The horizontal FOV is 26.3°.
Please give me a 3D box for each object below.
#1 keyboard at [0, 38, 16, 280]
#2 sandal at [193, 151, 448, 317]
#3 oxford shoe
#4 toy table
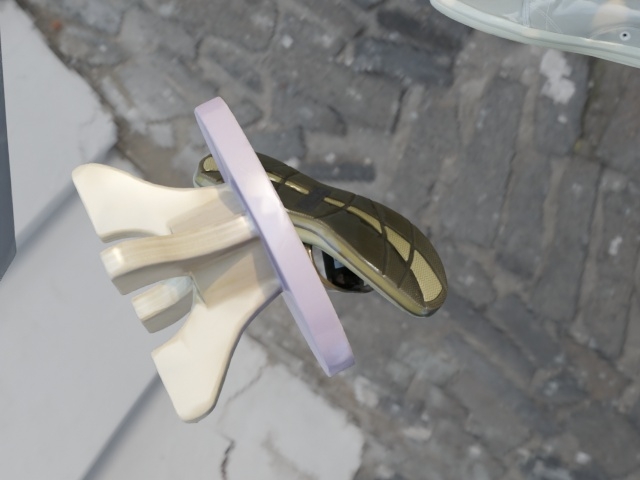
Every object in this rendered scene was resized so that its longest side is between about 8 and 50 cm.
[{"bbox_3d":[-0.181,-0.031,0.718,0.014,0.072,0.256,17,148,0],"label":"keyboard"},{"bbox_3d":[0.000,-0.001,1.429,0.302,0.120,0.086,28,120,21],"label":"sandal"},{"bbox_3d":[0.380,-0.339,1.978,0.449,0.169,0.130,14,115,19],"label":"oxford shoe"},{"bbox_3d":[-0.101,0.022,1.232,0.274,0.161,0.252,62,174,24],"label":"toy table"}]
